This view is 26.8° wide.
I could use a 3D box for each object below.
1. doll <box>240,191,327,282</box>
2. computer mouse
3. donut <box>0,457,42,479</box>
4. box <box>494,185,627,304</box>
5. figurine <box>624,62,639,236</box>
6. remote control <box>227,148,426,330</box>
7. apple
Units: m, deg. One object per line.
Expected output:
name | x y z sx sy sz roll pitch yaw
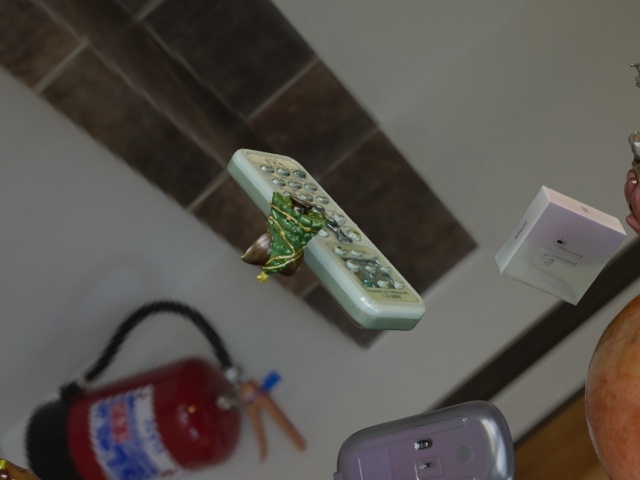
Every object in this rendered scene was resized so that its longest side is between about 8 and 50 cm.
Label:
doll | -0.039 0.003 1.613 0.078 0.113 0.076 21 -4 -35
computer mouse | 0.121 0.256 1.536 0.057 0.232 0.120 16 60 -53
donut | -0.347 0.316 1.275 0.216 0.230 0.096 33 -27 32
box | 0.332 0.007 1.871 0.129 0.130 0.051 22 26 -19
figurine | 0.392 -0.094 1.431 0.166 0.387 0.207 -2 14 -34
remote control | 0.000 0.000 1.762 0.128 0.065 0.335 9 32 -48
apple | 0.490 0.193 1.603 0.364 0.364 0.364 49 6 -7
